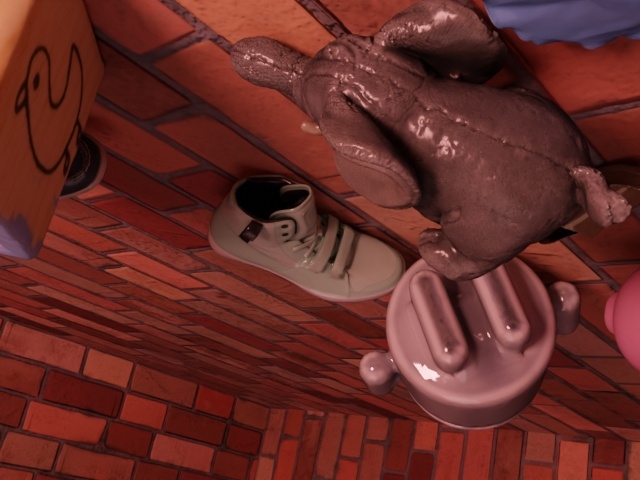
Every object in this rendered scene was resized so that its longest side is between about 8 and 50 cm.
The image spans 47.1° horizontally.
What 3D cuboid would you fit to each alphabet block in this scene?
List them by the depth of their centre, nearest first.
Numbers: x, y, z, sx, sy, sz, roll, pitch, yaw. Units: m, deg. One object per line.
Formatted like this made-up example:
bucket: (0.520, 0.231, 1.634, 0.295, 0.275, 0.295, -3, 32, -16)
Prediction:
alphabet block: (-0.300, -0.119, 0.563, 0.193, 0.197, 0.192, 13, 161, -3)

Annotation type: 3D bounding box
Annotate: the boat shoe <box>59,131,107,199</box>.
boat shoe: (-0.355, -0.107, 0.791, 0.254, 0.095, 0.079, 17, 173, 14)

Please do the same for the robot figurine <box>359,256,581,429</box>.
robot figurine: (0.195, 0.132, 0.951, 0.299, 0.200, 0.353, -16, 155, 4)

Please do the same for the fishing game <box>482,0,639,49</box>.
fishing game: (0.169, -0.165, 0.399, 0.263, 0.041, 0.189, 11, 162, -22)

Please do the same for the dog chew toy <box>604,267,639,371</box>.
dog chew toy: (0.448, 0.090, 0.714, 0.331, 0.207, 0.206, 5, 161, 43)

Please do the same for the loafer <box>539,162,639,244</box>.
loafer: (0.256, -0.029, 0.695, 0.056, 0.050, 0.148, 19, 159, -18)

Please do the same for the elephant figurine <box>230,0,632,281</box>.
elephant figurine: (0.058, -0.085, 0.522, 0.239, 0.169, 0.186, 33, 132, -18)

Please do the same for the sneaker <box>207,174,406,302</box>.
sneaker: (-0.001, 0.000, 0.866, 0.255, 0.094, 0.151, 15, 157, -11)
